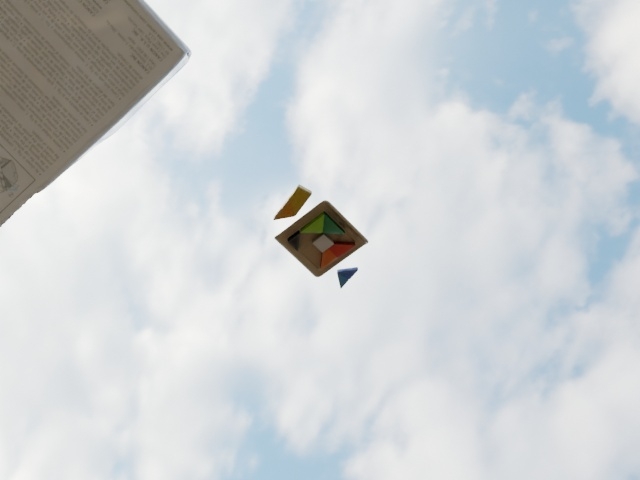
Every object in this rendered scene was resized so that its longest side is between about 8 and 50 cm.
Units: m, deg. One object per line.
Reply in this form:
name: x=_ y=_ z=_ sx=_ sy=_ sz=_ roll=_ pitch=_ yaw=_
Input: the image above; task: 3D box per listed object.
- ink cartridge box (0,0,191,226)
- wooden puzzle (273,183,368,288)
ink cartridge box: x=-0.244 y=-0.130 z=0.713 sx=0.232 sy=0.066 sz=0.189 roll=-43 pitch=-84 yaw=4
wooden puzzle: x=0.000 y=0.000 z=0.950 sx=0.116 sy=0.014 sz=0.078 roll=37 pitch=-61 yaw=-24
